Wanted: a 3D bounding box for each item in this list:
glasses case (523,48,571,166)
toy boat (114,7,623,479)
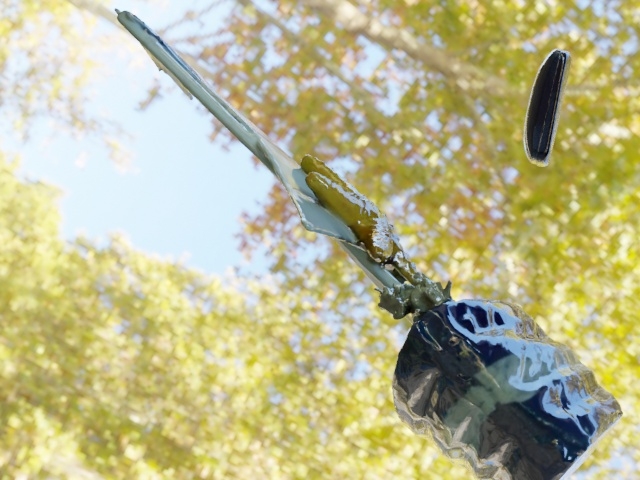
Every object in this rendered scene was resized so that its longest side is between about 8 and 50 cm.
[{"bbox_3d":[0.157,-0.094,0.867,0.023,0.033,0.083,11,-87,17],"label":"glasses case"},{"bbox_3d":[0.000,0.000,0.541,0.291,0.220,0.067,41,-90,16],"label":"toy boat"}]
